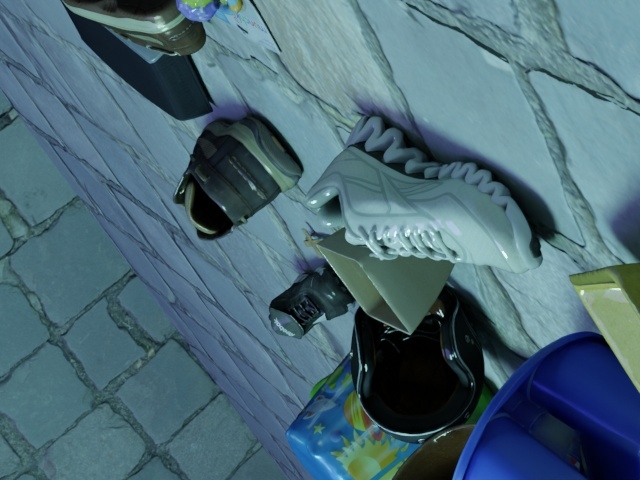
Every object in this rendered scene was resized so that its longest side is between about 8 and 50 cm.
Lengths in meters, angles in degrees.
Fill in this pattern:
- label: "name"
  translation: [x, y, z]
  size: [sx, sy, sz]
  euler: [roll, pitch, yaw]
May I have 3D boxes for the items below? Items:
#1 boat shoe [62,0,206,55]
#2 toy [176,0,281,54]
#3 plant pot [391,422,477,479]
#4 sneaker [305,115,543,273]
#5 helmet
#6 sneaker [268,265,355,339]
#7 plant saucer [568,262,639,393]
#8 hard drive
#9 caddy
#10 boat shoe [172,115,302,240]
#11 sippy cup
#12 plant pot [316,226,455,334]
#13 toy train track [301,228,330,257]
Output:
- label: "boat shoe"
  translation: [-0.224, -0.273, 1.858]
  size: [0.257, 0.095, 0.095]
  euler: [34, 167, 47]
- label: "toy"
  translation: [-0.144, -0.283, 1.636]
  size: [0.137, 0.056, 0.237]
  euler: [36, 163, 47]
- label: "plant pot"
  translation: [0.210, 0.347, 1.733]
  size: [0.230, 0.215, 0.215]
  euler: [35, 176, -31]
- label: "sneaker"
  translation: [0.096, -0.020, 1.491]
  size: [0.292, 0.118, 0.110]
  euler: [29, 156, 52]
- label: "helmet"
  translation: [0.112, 0.146, 1.810]
  size: [0.169, 0.169, 0.161]
  euler: [29, 138, 55]
- label: "sneaker"
  translation: [-0.019, 0.097, 2.243]
  size: [0.078, 0.106, 0.234]
  euler: [48, 167, -6]
- label: "plant saucer"
  translation: [0.311, 0.144, 1.135]
  size: [0.332, 0.081, 0.333]
  euler: [59, -178, 4]
- label: "hard drive"
  translation: [-0.254, -0.264, 2.061]
  size: [0.255, 0.054, 0.172]
  euler: [40, 165, 32]
- label: "caddy"
  translation: [0.243, 0.237, 1.496]
  size: [0.179, 0.241, 0.341]
  euler: [30, 159, 36]
- label: "boat shoe"
  translation: [-0.135, -0.076, 2.054]
  size: [0.132, 0.130, 0.355]
  euler: [49, 167, -4]
- label: "sippy cup"
  translation: [0.086, 0.239, 2.054]
  size: [0.240, 0.224, 0.305]
  euler: [45, 167, 12]
- label: "plant pot"
  translation: [0.080, 0.022, 1.710]
  size: [0.109, 0.096, 0.109]
  euler: [54, 166, -23]
- label: "toy train track"
  translation: [0.000, 0.000, 2.106]
  size: [0.048, 0.014, 0.083]
  euler: [58, 160, -11]
